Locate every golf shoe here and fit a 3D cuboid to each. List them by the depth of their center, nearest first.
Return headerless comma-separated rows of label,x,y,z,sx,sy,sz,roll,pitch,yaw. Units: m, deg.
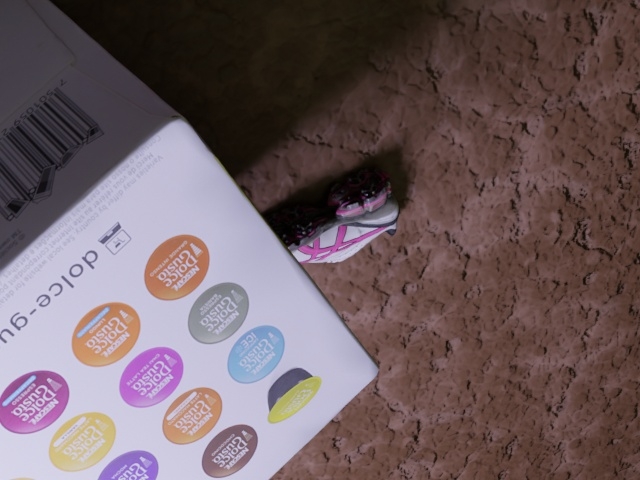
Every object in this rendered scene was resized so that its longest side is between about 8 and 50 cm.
golf shoe,0.000,0.000,1.234,0.186,0.067,0.086,-24,128,-6

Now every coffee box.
coffee box,-0.223,0.051,0.957,0.337,0.338,0.334,-43,134,-7
